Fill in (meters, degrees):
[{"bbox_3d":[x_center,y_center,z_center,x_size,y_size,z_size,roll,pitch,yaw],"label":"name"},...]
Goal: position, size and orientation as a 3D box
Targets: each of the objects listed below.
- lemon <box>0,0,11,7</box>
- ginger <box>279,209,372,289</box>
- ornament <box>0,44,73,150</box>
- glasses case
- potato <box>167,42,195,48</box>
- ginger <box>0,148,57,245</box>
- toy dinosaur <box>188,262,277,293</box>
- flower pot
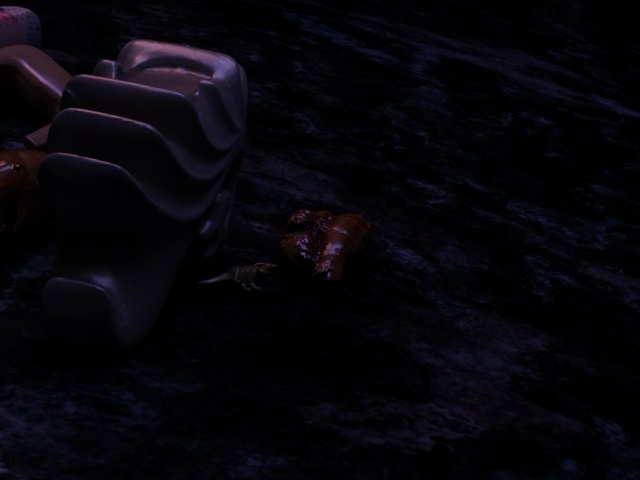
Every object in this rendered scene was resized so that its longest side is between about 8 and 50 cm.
[{"bbox_3d":[-0.615,-0.492,2.023,0.245,0.245,0.320,8,16,-16],"label":"lemon"},{"bbox_3d":[0.000,0.000,1.474,0.103,0.073,0.162,18,24,11],"label":"ginger"},{"bbox_3d":[-0.365,-0.198,1.704,0.230,0.061,0.245,38,31,10],"label":"ornament"},{"bbox_3d":[-0.511,-0.262,1.705,0.076,0.125,0.327,23,24,18],"label":"glasses case"},{"bbox_3d":[-0.237,-0.292,2.026,0.086,0.061,0.122,0,25,-31],"label":"potato"},{"bbox_3d":[-0.357,-0.038,1.314,0.133,0.107,0.309,7,16,18],"label":"ginger"},{"bbox_3d":[-0.095,0.045,1.378,0.113,0.026,0.041,-17,37,-30],"label":"toy dinosaur"},{"bbox_3d":[-0.185,-0.062,1.267,0.165,0.254,0.367,11,21,8],"label":"flower pot"}]
